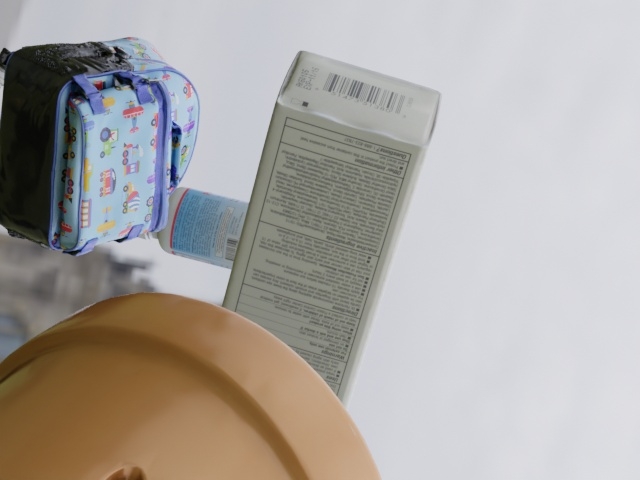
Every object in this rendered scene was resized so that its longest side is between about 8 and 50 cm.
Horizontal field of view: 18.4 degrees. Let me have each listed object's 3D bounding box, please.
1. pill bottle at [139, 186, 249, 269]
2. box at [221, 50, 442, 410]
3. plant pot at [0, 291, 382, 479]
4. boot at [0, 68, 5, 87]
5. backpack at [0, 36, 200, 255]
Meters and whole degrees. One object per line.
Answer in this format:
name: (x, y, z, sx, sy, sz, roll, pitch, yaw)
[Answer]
pill bottle: (-0.145, -0.017, 2.446, 0.087, 0.160, 0.087, 14, 90, -80)
box: (0.000, 0.000, 1.825, 0.121, 0.148, 0.311, -71, 179, -59)
plant pot: (-0.130, 0.196, 1.127, 0.203, 0.291, 0.291, -27, 141, -55)
boot: (-0.431, -0.122, 2.238, 0.178, 0.085, 0.236, -67, -163, -13)
backpack: (-0.161, -0.077, 1.539, 0.117, 0.173, 0.158, 24, -65, 36)
